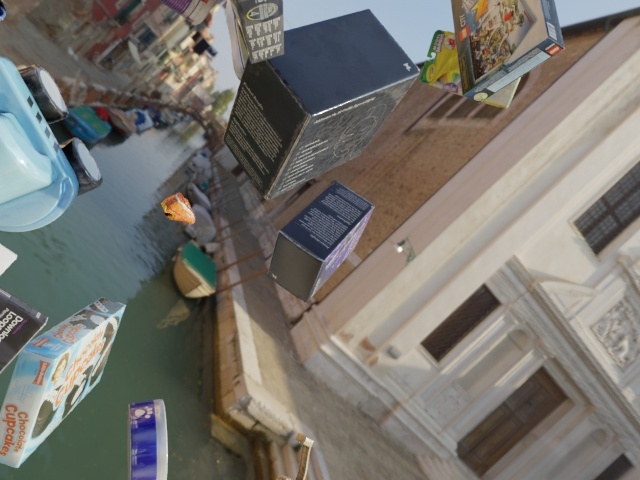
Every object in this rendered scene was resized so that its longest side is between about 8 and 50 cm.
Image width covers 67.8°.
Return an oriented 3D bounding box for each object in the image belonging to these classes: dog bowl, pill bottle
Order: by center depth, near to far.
[{"bbox_3d":[-0.331,-0.575,1.041,0.194,0.108,0.108,23,15,-37],"label":"pill bottle"},{"bbox_3d":[-0.548,0.641,1.496,0.104,0.264,0.265,1,23,-23],"label":"dog bowl"}]

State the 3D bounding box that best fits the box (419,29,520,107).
[{"bbox_3d":[0.287,-0.327,0.904,0.179,0.105,0.043,24,25,17],"label":"box"}]

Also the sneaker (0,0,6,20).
[{"bbox_3d":[-0.710,-0.471,0.995,0.087,0.221,0.083,26,47,-9],"label":"sneaker"}]

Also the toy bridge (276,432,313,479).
[{"bbox_3d":[-0.062,0.491,0.962,0.026,0.188,0.063,9,-26,40],"label":"toy bridge"}]

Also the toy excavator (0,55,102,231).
[{"bbox_3d":[-0.562,-0.191,0.721,0.445,0.222,0.432,-128,-164,-68],"label":"toy excavator"}]

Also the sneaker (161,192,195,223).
[{"bbox_3d":[-0.382,-0.081,1.275,0.175,0.067,0.064,86,-22,-75],"label":"sneaker"}]

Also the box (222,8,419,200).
[{"bbox_3d":[-0.015,-0.441,1.582,0.297,0.480,0.472,55,-32,7],"label":"box"}]

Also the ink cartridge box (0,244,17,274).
[{"bbox_3d":[-0.776,0.123,0.953,0.115,0.273,0.198,44,8,-25],"label":"ink cartridge box"}]

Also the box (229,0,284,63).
[{"bbox_3d":[-0.163,-0.568,0.928,0.395,0.097,0.318,-158,-129,-86],"label":"box"}]

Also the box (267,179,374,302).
[{"bbox_3d":[0.000,0.000,0.989,0.108,0.207,0.153,34,-39,11],"label":"box"}]

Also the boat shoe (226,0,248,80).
[{"bbox_3d":[-0.241,-0.657,1.549,0.109,0.094,0.302,54,26,-75],"label":"boat shoe"}]

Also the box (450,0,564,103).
[{"bbox_3d":[0.297,-0.370,0.785,0.044,0.233,0.159,11,-22,-30],"label":"box"}]

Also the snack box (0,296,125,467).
[{"bbox_3d":[-0.463,0.233,0.870,0.060,0.187,0.322,20,5,-6],"label":"snack box"}]

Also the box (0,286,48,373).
[{"bbox_3d":[-0.361,0.073,0.435,0.162,0.116,0.029,43,-8,-21],"label":"box"}]
